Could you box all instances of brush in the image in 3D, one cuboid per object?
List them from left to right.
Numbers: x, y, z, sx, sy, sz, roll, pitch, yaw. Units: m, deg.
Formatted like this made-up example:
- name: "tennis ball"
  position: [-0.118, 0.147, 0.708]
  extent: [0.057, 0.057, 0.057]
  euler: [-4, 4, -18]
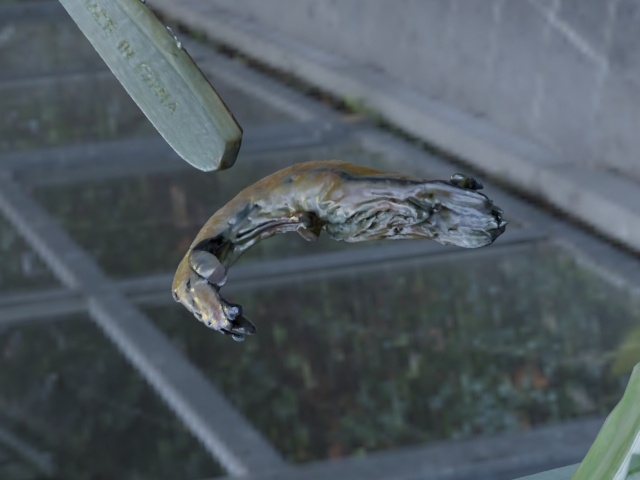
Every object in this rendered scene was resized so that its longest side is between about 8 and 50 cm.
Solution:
- name: "brush"
  position: [-0.152, -0.168, 0.986]
  extent: [0.336, 0.020, 0.085]
  euler: [50, 137, -3]

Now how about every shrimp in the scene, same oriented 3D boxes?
- name: "shrimp"
  position: [0.000, 0.000, 1.123]
  extent: [0.219, 0.152, 0.046]
  euler: [2, 125, 42]

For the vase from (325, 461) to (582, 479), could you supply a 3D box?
- name: "vase"
  position: [0.174, 0.178, 1.062]
  extent: [0.165, 0.360, 0.165]
  euler: [180, 90, -71]

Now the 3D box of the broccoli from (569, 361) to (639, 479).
- name: "broccoli"
  position: [0.133, 0.025, 0.414]
  extent: [0.304, 0.165, 0.145]
  euler: [-44, 72, 24]
